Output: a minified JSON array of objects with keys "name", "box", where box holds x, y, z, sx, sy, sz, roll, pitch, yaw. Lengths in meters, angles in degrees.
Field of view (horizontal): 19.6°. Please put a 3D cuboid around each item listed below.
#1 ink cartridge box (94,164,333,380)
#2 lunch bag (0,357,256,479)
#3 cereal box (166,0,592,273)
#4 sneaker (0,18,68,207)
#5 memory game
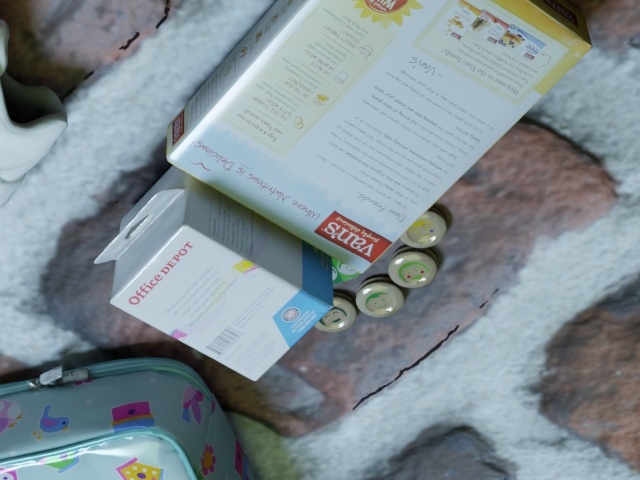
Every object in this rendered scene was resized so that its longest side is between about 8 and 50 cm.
[{"name":"ink cartridge box","box":[-0.075,0.012,1.285,0.143,0.090,0.092,31,123,-23]},{"name":"lunch bag","box":[-0.168,0.215,1.471,0.224,0.108,0.279,-11,130,15]},{"name":"cereal box","box":[0.035,-0.101,1.222,0.173,0.047,0.240,31,121,-25]},{"name":"sneaker","box":[-0.260,-0.119,1.196,0.115,0.090,0.232,-38,131,21]},{"name":"memory game","box":[0.000,0.000,1.344,0.186,0.012,0.186,0,132,0]}]
